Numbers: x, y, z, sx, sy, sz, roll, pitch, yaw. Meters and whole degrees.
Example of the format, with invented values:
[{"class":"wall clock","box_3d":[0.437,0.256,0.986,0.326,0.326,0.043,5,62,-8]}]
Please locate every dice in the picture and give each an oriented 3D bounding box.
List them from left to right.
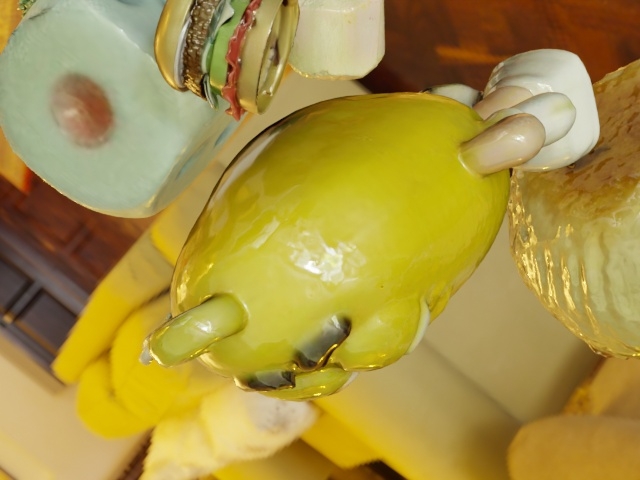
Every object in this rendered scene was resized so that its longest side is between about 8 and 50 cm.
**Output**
[{"class":"dice","box_3d":[-0.243,-0.210,1.547,0.268,0.262,0.264,39,125,2]}]

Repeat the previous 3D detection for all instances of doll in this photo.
[{"class":"doll","box_3d":[0.030,-0.020,0.811,0.161,0.423,0.348,56,157,-3]}]

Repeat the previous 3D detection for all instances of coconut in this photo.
[{"class":"coconut","box_3d":[0.015,-0.303,1.581,0.147,0.147,0.152,21,127,38]}]

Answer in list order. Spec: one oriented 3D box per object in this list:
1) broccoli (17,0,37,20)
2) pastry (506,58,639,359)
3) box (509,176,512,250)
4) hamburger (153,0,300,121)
[{"class":"broccoli","box_3d":[-0.370,-0.273,1.891,0.249,0.302,0.375,6,-129,-60]},{"class":"pastry","box_3d":[0.420,-0.024,1.392,0.389,0.388,0.312,12,153,49]},{"class":"box","box_3d":[0.306,-0.038,1.741,0.051,0.036,0.117,10,117,40]},{"class":"hamburger","box_3d":[-0.107,-0.222,1.283,0.137,0.175,0.175,17,155,9]}]
